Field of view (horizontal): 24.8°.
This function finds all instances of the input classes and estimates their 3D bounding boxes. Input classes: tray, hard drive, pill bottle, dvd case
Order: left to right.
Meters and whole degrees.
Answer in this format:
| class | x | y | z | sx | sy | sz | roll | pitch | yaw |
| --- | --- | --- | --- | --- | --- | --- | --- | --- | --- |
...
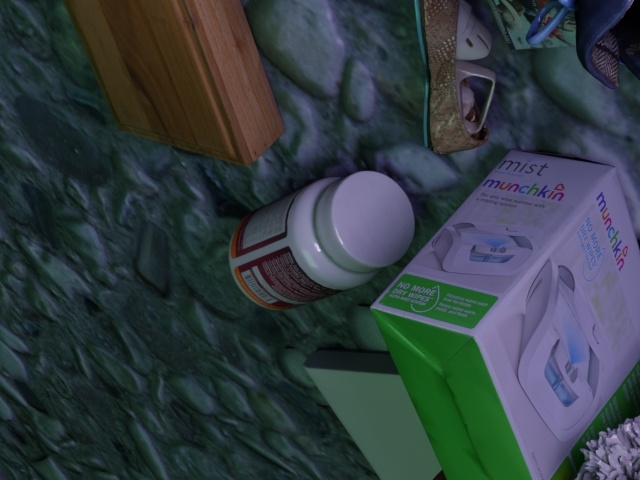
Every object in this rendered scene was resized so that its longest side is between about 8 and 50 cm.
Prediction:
| class | x | y | z | sx | sy | sz | roll | pitch | yaw |
| --- | --- | --- | --- | --- | --- | --- | --- | --- | --- |
| tray | -0.187 | -0.270 | 1.487 | 0.203 | 0.076 | 0.411 | 18 | 142 | 37 |
| pill bottle | 0.000 | 0.000 | 1.560 | 0.121 | 0.121 | 0.221 | 50 | 149 | -12 |
| hard drive | 0.125 | 0.264 | 1.826 | 0.203 | 0.040 | 0.307 | -2 | 128 | 50 |
| dvd case | 0.188 | -0.197 | 1.198 | 0.119 | 0.013 | 0.087 | 6 | 134 | 47 |

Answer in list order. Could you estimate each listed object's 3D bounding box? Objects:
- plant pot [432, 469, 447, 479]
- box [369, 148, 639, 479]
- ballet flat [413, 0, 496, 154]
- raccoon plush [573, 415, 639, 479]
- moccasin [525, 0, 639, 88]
| class | x | y | z | sx | sy | sz | roll | pitch | yaw |
| --- | --- | --- | --- | --- | --- | --- | --- | --- | --- |
| plant pot | 0.252 | 0.361 | 1.606 | 0.265 | 0.272 | 0.272 | 13 | 139 | 53 |
| box | 0.193 | 0.091 | 1.339 | 0.127 | 0.231 | 0.262 | 14 | 139 | 43 |
| ballet flat | 0.121 | -0.160 | 1.289 | 0.067 | 0.073 | 0.206 | 2 | 140 | 11 |
| raccoon plush | 0.358 | 0.165 | 1.136 | 0.216 | 0.299 | 0.446 | 41 | 156 | -4 |
| moccasin | 0.206 | -0.150 | 0.902 | 0.342 | 0.117 | 0.138 | 50 | 169 | 32 |
